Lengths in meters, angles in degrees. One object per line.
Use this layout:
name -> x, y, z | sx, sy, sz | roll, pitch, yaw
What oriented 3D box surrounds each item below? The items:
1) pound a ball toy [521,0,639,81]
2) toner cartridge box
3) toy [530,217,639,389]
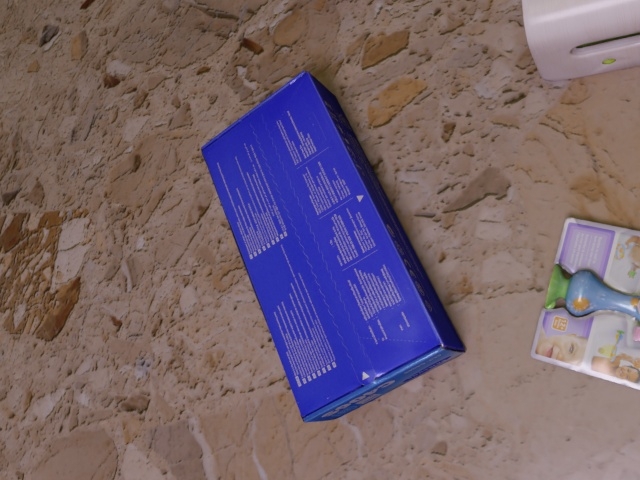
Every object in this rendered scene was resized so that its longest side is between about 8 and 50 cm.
pound a ball toy -> 0.297, -0.280, 0.553 | 0.319, 0.136, 0.208 | -5, 76, 27
toner cartridge box -> 0.000, 0.000, 0.685 | 0.165, 0.075, 0.348 | -32, 65, 20
toy -> 0.304, 0.065, 0.513 | 0.237, 0.056, 0.137 | 14, 86, 31
